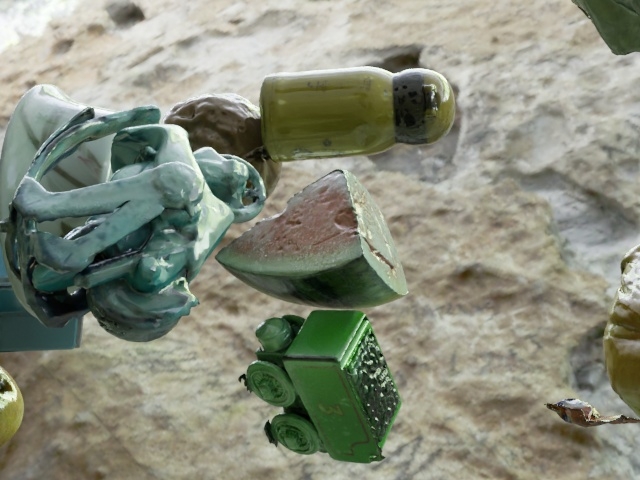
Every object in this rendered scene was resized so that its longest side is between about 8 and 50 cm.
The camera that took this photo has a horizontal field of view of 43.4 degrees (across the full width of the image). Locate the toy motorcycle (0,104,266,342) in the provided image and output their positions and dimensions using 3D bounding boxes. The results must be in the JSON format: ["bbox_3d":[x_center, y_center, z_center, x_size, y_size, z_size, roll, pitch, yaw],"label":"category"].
[{"bbox_3d":[-0.177,-0.031,0.765,0.154,0.206,0.260,-57,-177,46],"label":"toy motorcycle"}]

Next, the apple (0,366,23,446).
[{"bbox_3d":[-0.666,0.325,1.548,0.155,0.182,0.182,-39,-151,12],"label":"apple"}]

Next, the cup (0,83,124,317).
[{"bbox_3d":[-0.319,-0.055,1.179,0.163,0.347,0.347,0,-144,4],"label":"cup"}]

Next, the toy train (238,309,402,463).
[{"bbox_3d":[0.007,0.208,1.141,0.188,0.243,0.132,-2,-144,31],"label":"toy train"}]

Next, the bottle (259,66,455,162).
[{"bbox_3d":[0.073,-0.237,1.499,0.351,0.171,0.171,-2,-144,9],"label":"bottle"}]

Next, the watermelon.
[{"bbox_3d":[0.000,0.000,1.178,0.262,0.213,0.201,-1,-110,29],"label":"watermelon"}]

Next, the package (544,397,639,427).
[{"bbox_3d":[0.347,0.227,1.038,0.111,0.077,0.033,5,-112,50],"label":"package"}]

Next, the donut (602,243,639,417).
[{"bbox_3d":[0.484,0.144,0.926,0.170,0.360,0.360,-35,-165,52],"label":"donut"}]

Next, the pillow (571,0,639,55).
[{"bbox_3d":[0.194,-0.271,0.440,0.138,0.310,0.283,6,-152,-16],"label":"pillow"}]

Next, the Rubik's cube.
[{"bbox_3d":[-0.601,0.035,1.574,0.387,0.358,0.368,2,-152,-27],"label":"Rubik's cube"}]

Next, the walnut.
[{"bbox_3d":[-0.208,-0.173,1.641,0.273,0.273,0.227,2,-135,41],"label":"walnut"}]
